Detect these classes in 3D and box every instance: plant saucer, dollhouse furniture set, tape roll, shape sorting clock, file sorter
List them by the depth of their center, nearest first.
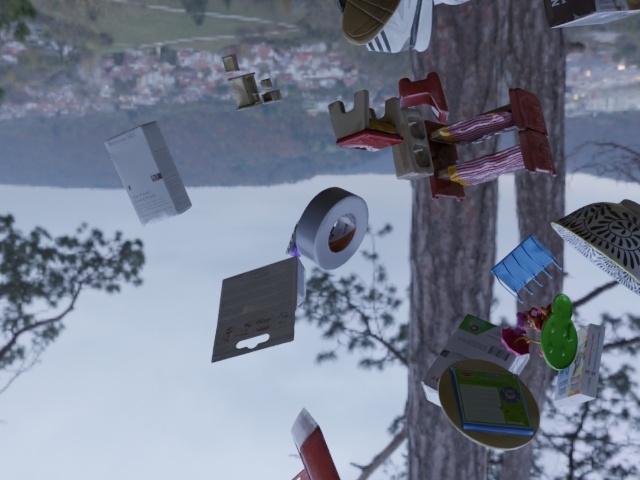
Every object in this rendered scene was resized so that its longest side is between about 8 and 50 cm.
[{"bbox_3d":[0.216,-0.165,1.106,0.201,0.152,0.374,-16,171,41],"label":"dollhouse furniture set"},{"bbox_3d":[0.010,0.443,1.182,0.048,0.259,0.258,-22,176,-9],"label":"plant saucer"},{"bbox_3d":[0.329,0.318,1.294,0.206,0.040,0.206,9,-135,-9],"label":"shape sorting clock"},{"bbox_3d":[0.034,-0.032,1.782,0.072,0.219,0.219,30,-157,35],"label":"tape roll"},{"bbox_3d":[0.643,0.093,2.053,0.118,0.170,0.104,40,-163,-17],"label":"file sorter"},{"bbox_3d":[-0.214,-0.544,2.205,0.161,0.181,0.101,-6,-163,29],"label":"dollhouse furniture set"}]

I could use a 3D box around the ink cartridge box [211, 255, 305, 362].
[{"bbox_3d":[-0.125,0.152,1.375,0.189,0.066,0.232,-18,-135,16],"label":"ink cartridge box"}]

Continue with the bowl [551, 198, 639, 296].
[{"bbox_3d":[0.379,0.002,0.813,0.170,0.080,0.170,38,-172,-6],"label":"bowl"}]

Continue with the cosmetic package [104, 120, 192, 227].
[{"bbox_3d":[-0.419,-0.161,1.613,0.117,0.231,0.085,-18,-166,21],"label":"cosmetic package"}]

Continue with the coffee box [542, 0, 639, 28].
[{"bbox_3d":[0.522,-0.491,1.255,0.247,0.141,0.098,-19,-171,-41],"label":"coffee box"}]

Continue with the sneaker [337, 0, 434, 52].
[{"bbox_3d":[0.175,-0.714,1.772,0.258,0.447,0.169,-9,-144,-9],"label":"sneaker"}]

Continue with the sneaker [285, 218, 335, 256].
[{"bbox_3d":[0.000,-0.001,2.014,0.146,0.102,0.293,24,-161,11],"label":"sneaker"}]

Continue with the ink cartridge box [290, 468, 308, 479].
[{"bbox_3d":[-0.072,0.621,1.454,0.060,0.238,0.275,30,-168,17],"label":"ink cartridge box"}]

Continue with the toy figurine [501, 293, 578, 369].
[{"bbox_3d":[0.497,0.210,1.545,0.130,0.173,0.159,16,167,-32],"label":"toy figurine"}]

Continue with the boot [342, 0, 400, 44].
[{"bbox_3d":[0.133,-0.500,1.318,0.095,0.261,0.203,25,-171,6],"label":"boot"}]

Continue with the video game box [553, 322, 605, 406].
[{"bbox_3d":[0.673,0.329,1.721,0.048,0.187,0.205,13,161,6],"label":"video game box"}]

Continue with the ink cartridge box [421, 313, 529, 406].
[{"bbox_3d":[0.476,0.397,2.025,0.211,0.121,0.289,23,-120,35],"label":"ink cartridge box"}]

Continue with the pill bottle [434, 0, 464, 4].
[{"bbox_3d":[0.486,-0.905,2.139,0.229,0.228,0.408,-4,-177,-35],"label":"pill bottle"}]
